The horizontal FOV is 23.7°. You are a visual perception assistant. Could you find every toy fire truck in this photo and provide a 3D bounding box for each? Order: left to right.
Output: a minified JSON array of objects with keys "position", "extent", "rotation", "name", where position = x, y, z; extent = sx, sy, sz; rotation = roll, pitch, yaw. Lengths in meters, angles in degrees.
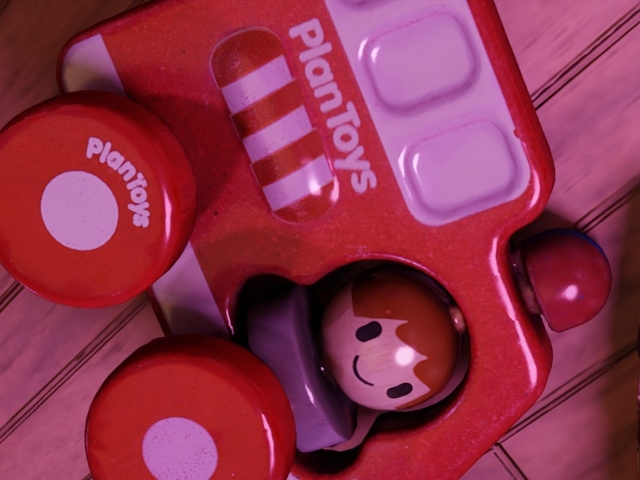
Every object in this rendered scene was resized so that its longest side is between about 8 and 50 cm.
[{"position":[0.000,0.000,0.754],"extent":[0.254,0.169,0.302],"rotation":[-20,99,18],"name":"toy fire truck"}]

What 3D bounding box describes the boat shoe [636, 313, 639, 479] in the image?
[{"position":[0.189,0.109,0.702],"extent":[0.095,0.095,0.257],"rotation":[-1,108,33],"name":"boat shoe"}]
